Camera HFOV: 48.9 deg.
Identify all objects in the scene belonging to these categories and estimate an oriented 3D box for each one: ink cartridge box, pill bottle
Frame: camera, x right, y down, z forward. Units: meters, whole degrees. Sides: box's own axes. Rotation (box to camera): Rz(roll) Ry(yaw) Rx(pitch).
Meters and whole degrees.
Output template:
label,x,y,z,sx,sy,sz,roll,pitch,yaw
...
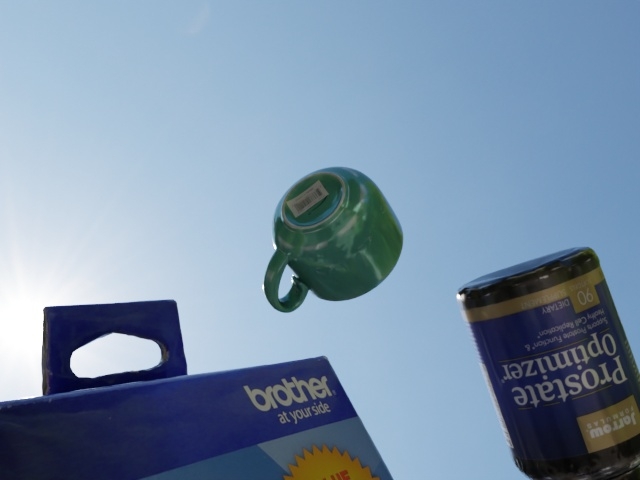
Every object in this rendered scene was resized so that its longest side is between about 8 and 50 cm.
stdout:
label,x,y,z,sx,sy,sz,roll,pitch,yaw
ink cartridge box,-0.056,0.219,0.364,0.151,0.270,0.396,-44,-116,26
pill bottle,0.205,0.125,0.590,0.122,0.122,0.219,-22,-94,36

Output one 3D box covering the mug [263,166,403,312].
label,x,y,z,sx,sy,sz,roll,pitch,yaw
mug,0.009,-0.004,0.746,0.129,0.158,0.097,-1,-35,30
